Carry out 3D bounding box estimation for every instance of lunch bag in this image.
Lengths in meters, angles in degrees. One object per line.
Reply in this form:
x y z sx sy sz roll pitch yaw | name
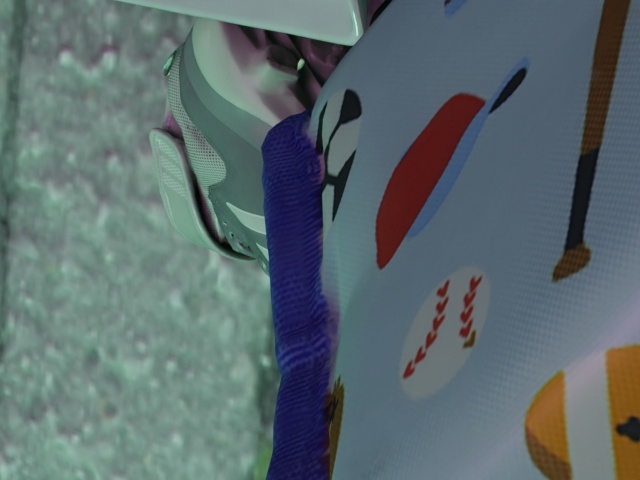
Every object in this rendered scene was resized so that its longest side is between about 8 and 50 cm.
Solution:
0.228 0.004 0.468 0.328 0.385 0.239 -49 24 31 | lunch bag

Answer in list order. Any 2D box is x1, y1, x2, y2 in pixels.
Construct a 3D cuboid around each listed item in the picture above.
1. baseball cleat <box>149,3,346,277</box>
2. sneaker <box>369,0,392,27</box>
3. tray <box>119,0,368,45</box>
0.000 0.000 0.794 0.109 0.072 0.206 -45 64 46 | baseball cleat
0.091 -0.008 0.711 0.090 0.081 0.232 -32 69 38 | sneaker
-0.060 -0.159 0.767 0.270 0.030 0.145 20 130 57 | tray
